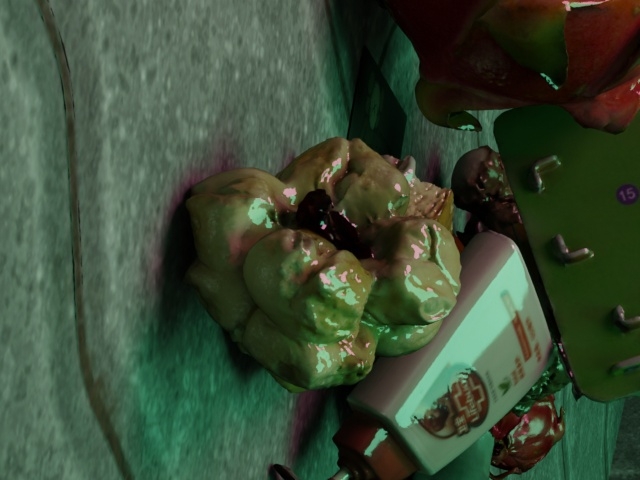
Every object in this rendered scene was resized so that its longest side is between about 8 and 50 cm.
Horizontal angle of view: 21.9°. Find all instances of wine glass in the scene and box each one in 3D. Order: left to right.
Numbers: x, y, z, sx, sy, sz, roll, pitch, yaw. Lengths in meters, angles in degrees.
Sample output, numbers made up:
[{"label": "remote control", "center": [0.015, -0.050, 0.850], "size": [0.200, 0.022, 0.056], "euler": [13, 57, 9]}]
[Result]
[{"label": "wine glass", "center": [0.135, 0.299, 1.808], "size": [0.093, 0.093, 0.202], "euler": [69, 31, -56]}]

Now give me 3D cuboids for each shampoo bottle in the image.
[{"label": "shampoo bottle", "center": [0.082, 0.135, 1.416], "size": [0.284, 0.071, 0.153], "euler": [-43, 129, -25]}]

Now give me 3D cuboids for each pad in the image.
[{"label": "pad", "center": [0.053, -0.092, 1.566], "size": [0.190, 0.004, 0.127], "euler": [49, 48, -68]}]

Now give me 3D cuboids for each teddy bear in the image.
[{"label": "teddy bear", "center": [0.217, 0.059, 1.822], "size": [0.267, 0.156, 0.256], "euler": [84, 9, -55]}]

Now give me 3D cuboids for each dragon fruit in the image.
[{"label": "dragon fruit", "center": [0.239, 0.229, 2.065], "size": [0.166, 0.133, 0.136], "euler": [-52, 151, -64]}, {"label": "dragon fruit", "center": [0.188, -0.220, 1.470], "size": [0.226, 0.305, 0.305], "euler": [81, 22, -45]}]

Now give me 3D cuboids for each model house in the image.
[{"label": "model house", "center": [0.374, 0.018, 1.623], "size": [0.323, 0.340, 0.300], "euler": [64, 9, -66]}]

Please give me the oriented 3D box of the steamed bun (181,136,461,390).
[{"label": "steamed bun", "center": [0.000, 0.000, 1.124], "size": [0.177, 0.192, 0.106], "euler": [-9, 134, -46]}]

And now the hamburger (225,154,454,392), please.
[{"label": "hamburger", "center": [0.022, 0.046, 1.281], "size": [0.208, 0.135, 0.155], "euler": [-62, 151, -47]}]

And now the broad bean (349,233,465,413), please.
[{"label": "broad bean", "center": [0.090, 0.094, 1.540], "size": [0.156, 0.122, 0.228], "euler": [-32, 122, -63]}]
